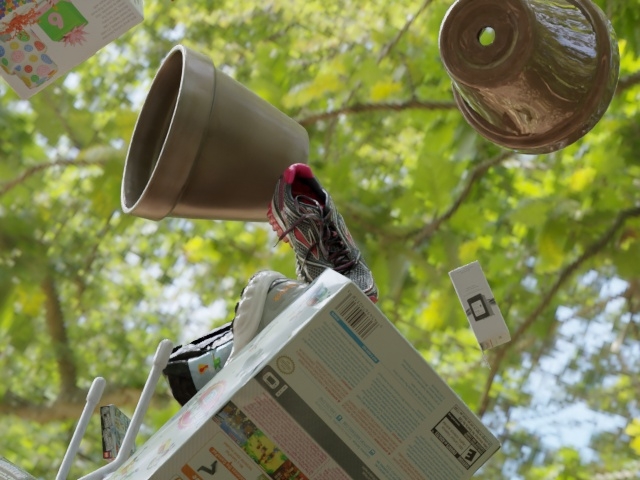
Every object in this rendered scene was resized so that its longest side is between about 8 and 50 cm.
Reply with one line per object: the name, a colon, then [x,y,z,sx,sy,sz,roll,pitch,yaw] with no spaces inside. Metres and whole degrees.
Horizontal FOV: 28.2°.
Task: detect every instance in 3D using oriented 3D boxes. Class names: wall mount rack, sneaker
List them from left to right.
wall mount rack: [-0.318,0.254,1.524,0.350,0.304,0.131,-28,-93,52]
sneaker: [-0.064,0.172,1.554,0.108,0.272,0.100,10,-9,29]
sneaker: [0.000,0.000,2.174,0.299,0.120,0.112,54,-33,29]

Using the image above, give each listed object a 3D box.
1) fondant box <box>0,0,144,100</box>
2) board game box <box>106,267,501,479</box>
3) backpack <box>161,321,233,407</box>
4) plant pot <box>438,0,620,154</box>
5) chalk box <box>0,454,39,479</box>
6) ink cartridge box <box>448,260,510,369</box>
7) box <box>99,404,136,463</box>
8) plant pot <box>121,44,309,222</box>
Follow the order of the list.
fondant box: [-0.459,-0.410,1.931,0.238,0.096,0.330,-32,-58,10]
board game box: [-0.021,0.210,1.158,0.224,0.303,0.097,48,-7,-16]
backpack: [-0.055,0.214,2.273,0.273,0.355,0.290,58,14,13]
plant pot: [0.282,-0.271,1.872,0.263,0.263,0.229,7,-2,31]
chalk box: [-0.491,0.382,1.815,0.132,0.132,0.213,31,5,8]
ink cartridge box: [0.299,0.137,2.327,0.060,0.180,0.104,-23,-16,5]
box: [-0.353,0.349,2.232,0.027,0.094,0.137,-10,-22,4]
plant pot: [-0.184,-0.164,2.355,0.280,0.323,0.323,17,-26,-21]
